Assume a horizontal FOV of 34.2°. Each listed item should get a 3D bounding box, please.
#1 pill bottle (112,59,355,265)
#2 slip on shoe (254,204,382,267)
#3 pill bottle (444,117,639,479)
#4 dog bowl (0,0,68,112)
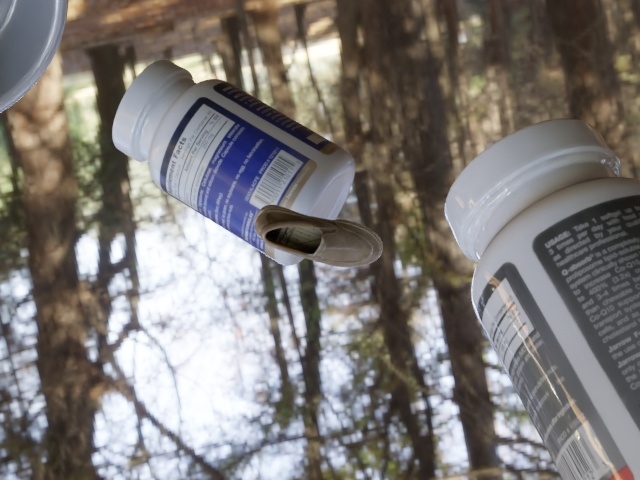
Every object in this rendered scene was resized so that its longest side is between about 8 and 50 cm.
[{"bbox_3d":[-0.105,-0.097,1.225,0.264,0.153,0.153,32,-156,13],"label":"pill bottle"},{"bbox_3d":[0.000,0.000,1.040,0.135,0.051,0.041,19,-160,-17],"label":"slip on shoe"},{"bbox_3d":[0.262,0.076,0.927,0.210,0.363,0.210,-16,146,-11],"label":"pill bottle"},{"bbox_3d":[-0.442,-0.275,1.156,0.348,0.349,0.102,-17,-139,-28],"label":"dog bowl"}]
